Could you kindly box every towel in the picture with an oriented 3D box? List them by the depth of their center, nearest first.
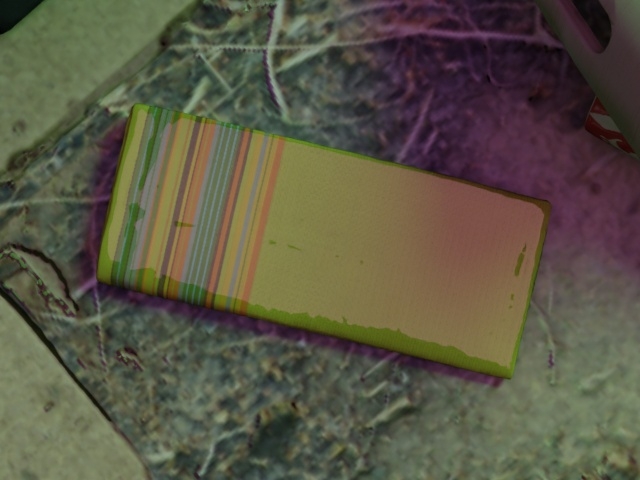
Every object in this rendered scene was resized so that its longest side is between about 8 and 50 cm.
[{"bbox_3d":[0.000,0.000,0.940,0.237,0.021,0.102,13,93,4],"label":"towel"}]

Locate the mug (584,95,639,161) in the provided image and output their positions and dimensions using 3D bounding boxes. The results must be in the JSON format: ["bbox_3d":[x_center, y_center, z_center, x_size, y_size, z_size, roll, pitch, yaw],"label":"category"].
[{"bbox_3d":[0.238,-0.066,0.898,0.169,0.150,0.113,28,125,10],"label":"mug"}]

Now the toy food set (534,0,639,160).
[{"bbox_3d":[0.253,-0.162,0.851,0.306,0.092,0.219,-21,59,-9],"label":"toy food set"}]

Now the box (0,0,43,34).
[{"bbox_3d":[-0.155,-0.448,0.843,0.480,0.297,0.471,-39,83,0],"label":"box"}]
